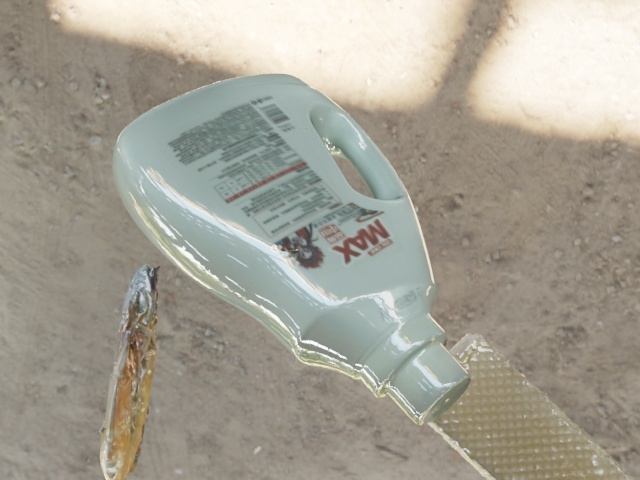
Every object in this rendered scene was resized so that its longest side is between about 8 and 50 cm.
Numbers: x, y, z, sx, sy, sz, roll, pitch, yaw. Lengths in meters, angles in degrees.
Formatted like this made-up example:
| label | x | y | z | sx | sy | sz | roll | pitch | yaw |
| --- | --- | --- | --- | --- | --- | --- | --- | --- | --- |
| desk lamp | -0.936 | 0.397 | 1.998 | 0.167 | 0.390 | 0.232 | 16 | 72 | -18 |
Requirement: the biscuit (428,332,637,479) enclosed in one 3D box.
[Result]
| label | x | y | z | sx | sy | sz | roll | pitch | yaw |
| --- | --- | --- | --- | --- | --- | --- | --- | --- | --- |
| biscuit | 0.315 | 0.309 | 1.001 | 0.426 | 0.078 | 0.144 | 44 | 82 | 0 |

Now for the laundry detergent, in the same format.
| label | x | y | z | sx | sy | sz | roll | pitch | yaw |
| --- | --- | --- | --- | --- | --- | --- | --- | --- | --- |
| laundry detergent | 0.000 | 0.000 | 0.748 | 0.398 | 0.264 | 0.124 | 46 | 147 | 26 |

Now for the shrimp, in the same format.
| label | x | y | z | sx | sy | sz | roll | pitch | yaw |
| --- | --- | --- | --- | --- | --- | --- | --- | --- | --- |
| shrimp | -0.268 | 0.183 | 1.073 | 0.062 | 0.316 | 0.164 | 6 | 168 | -5 |
